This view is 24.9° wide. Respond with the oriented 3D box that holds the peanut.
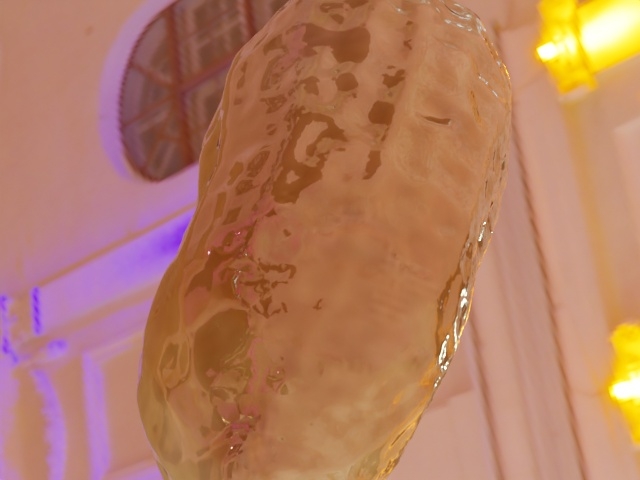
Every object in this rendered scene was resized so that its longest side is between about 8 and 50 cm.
[{"bbox_3d":[0.003,-0.003,0.721,0.158,0.174,0.340,45,-141,-24],"label":"peanut"}]
